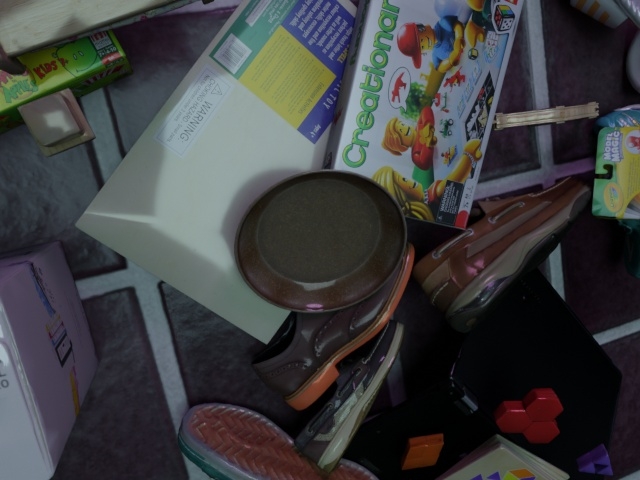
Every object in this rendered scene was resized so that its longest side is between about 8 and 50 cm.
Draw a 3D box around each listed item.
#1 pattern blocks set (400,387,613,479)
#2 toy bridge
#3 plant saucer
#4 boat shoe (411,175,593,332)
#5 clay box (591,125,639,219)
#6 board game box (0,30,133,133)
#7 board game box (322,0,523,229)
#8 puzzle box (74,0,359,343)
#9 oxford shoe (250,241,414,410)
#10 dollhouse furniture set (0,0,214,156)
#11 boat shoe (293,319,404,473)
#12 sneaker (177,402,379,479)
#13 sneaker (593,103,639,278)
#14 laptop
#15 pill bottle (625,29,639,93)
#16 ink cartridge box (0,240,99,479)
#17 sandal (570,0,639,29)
[{"bbox_3d":[0.232,0.344,0.661,0.325,0.026,0.285,-36,110,21],"label":"pattern blocks set"},{"bbox_3d":[0.330,-0.181,0.697,0.188,0.063,0.026,-10,102,-16],"label":"toy bridge"},{"bbox_3d":[0.000,0.000,0.557,0.199,0.036,0.198,-5,126,-7],"label":"plant saucer"},{"bbox_3d":[0.256,-0.011,0.665,0.324,0.120,0.122,-33,151,-29],"label":"boat shoe"},{"bbox_3d":[0.483,-0.090,0.674,0.222,0.053,0.127,3,93,-2],"label":"clay box"},{"bbox_3d":[-0.293,-0.164,0.497,0.181,0.092,0.043,-30,105,-10],"label":"board game box"},{"bbox_3d":[0.122,-0.180,0.585,0.193,0.053,0.305,10,96,-18],"label":"board game box"},{"bbox_3d":[-0.058,-0.108,0.598,0.272,0.052,0.409,37,87,-18],"label":"puzzle box"},{"bbox_3d":[0.019,0.094,0.634,0.098,0.097,0.271,40,86,-12],"label":"oxford shoe"},{"bbox_3d":[-0.187,-0.301,0.461,0.303,0.174,0.355,-24,104,-11],"label":"dollhouse furniture set"},{"bbox_3d":[0.042,0.197,0.653,0.073,0.080,0.223,28,70,10],"label":"boat shoe"},{"bbox_3d":[-0.063,0.330,0.637,0.302,0.108,0.121,30,110,-8],"label":"sneaker"},{"bbox_3d":[0.488,-0.072,0.758,0.110,0.107,0.275,-8,94,-1],"label":"sneaker"},{"bbox_3d":[0.260,0.283,0.776,0.408,0.236,0.382,-38,109,22],"label":"laptop"},{"bbox_3d":[0.607,-0.281,0.729,0.229,0.131,0.131,-3,100,-17],"label":"pill bottle"},{"bbox_3d":[-0.336,0.115,0.454,0.171,0.233,0.168,-14,102,-14],"label":"ink cartridge box"},{"bbox_3d":[0.388,-0.385,0.684,0.102,0.076,0.265,-41,87,-22],"label":"sandal"}]
